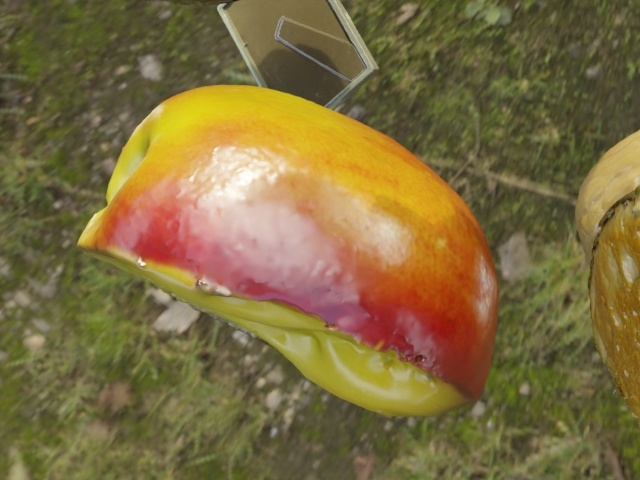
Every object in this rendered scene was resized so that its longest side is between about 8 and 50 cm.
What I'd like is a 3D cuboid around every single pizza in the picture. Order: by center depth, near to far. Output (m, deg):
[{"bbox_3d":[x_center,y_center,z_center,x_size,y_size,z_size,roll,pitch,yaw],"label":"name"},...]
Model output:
[{"bbox_3d":[0.285,0.078,1.034,0.089,0.323,0.223,-18,68,-2],"label":"pizza"}]

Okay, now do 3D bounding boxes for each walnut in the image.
[{"bbox_3d":[0.398,-0.028,1.387,0.261,0.225,0.225,-22,105,35],"label":"walnut"}]

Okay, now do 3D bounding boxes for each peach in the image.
[{"bbox_3d":[0.000,0.000,1.210,0.380,0.306,0.242,33,75,-21],"label":"peach"}]

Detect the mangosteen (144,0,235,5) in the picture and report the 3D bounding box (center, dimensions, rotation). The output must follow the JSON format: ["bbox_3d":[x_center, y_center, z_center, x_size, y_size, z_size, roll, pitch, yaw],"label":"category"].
[{"bbox_3d":[-0.111,-0.403,1.263,0.306,0.306,0.359,33,84,0],"label":"mangosteen"}]

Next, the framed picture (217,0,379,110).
[{"bbox_3d":[-0.030,-0.238,1.527,0.150,0.015,0.203,-39,71,32],"label":"framed picture"}]
